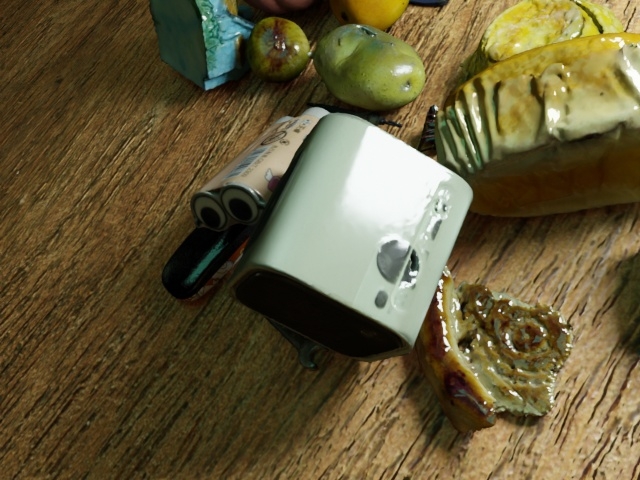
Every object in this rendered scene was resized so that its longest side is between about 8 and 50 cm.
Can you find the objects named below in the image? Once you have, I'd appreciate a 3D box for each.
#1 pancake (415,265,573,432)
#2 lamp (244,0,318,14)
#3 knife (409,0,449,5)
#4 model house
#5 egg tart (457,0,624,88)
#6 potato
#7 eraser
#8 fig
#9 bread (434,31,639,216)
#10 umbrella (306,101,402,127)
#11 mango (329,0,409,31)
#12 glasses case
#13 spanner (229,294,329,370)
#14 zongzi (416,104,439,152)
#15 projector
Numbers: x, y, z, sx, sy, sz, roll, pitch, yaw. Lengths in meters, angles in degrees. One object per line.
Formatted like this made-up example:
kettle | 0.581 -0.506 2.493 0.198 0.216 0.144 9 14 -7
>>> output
pancake | 0.211 0.152 0.920 0.257 0.056 0.212 23 71 37
lamp | -0.074 -0.667 1.514 0.305 0.240 0.305 -18 45 19
knife | 0.218 -0.510 1.399 0.121 0.018 0.031 18 75 36
model house | -0.228 -0.502 1.526 0.241 0.226 0.261 -24 45 -28
egg tart | 0.366 -0.317 1.119 0.294 0.123 0.294 -13 52 18
potato | 0.093 -0.327 1.250 0.169 0.143 0.248 -37 44 -13
eraser | -0.091 -0.132 1.175 0.171 0.087 0.290 -8 30 36
fig | -0.094 -0.409 1.426 0.136 0.121 0.153 -29 59 2
bread | 0.354 -0.161 0.942 0.388 0.236 0.183 -6 57 25
umbrella | 0.064 -0.240 1.292 0.269 0.044 0.044 25 98 47
mango | 0.104 -0.541 1.406 0.175 0.139 0.254 -6 48 14
glasses case | -0.185 0.000 1.228 0.267 0.067 0.103 -48 47 -8
spanner | -0.076 0.131 1.115 0.054 0.015 0.254 -48 50 -6
zongzi | 0.195 -0.181 1.163 0.073 0.067 0.083 -23 68 4
projector | 0.037 0.007 0.951 0.249 0.248 0.248 -64 10 -21
